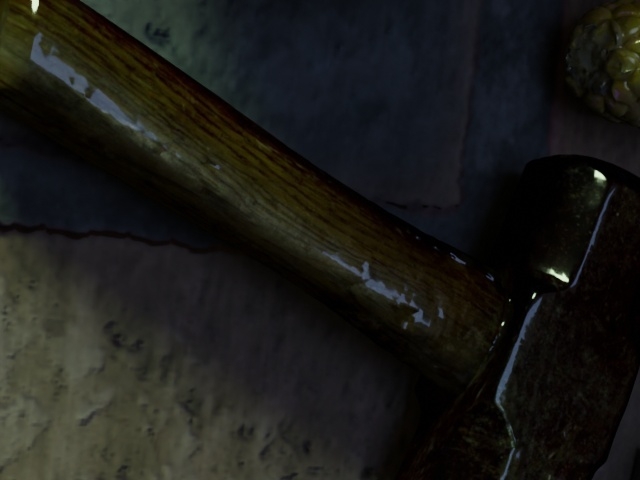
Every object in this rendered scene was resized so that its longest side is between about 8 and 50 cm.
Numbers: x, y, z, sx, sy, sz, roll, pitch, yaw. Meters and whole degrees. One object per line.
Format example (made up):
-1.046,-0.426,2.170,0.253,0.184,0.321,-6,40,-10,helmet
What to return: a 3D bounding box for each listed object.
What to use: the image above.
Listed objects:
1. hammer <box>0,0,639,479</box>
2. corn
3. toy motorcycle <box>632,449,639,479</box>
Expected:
0.000,0.000,0.980,0.409,0.095,0.242,33,72,-27,hammer
0.267,-0.101,1.160,0.291,0.101,0.101,-1,90,-30,corn
0.278,0.069,1.167,0.157,0.091,0.263,16,83,-28,toy motorcycle
